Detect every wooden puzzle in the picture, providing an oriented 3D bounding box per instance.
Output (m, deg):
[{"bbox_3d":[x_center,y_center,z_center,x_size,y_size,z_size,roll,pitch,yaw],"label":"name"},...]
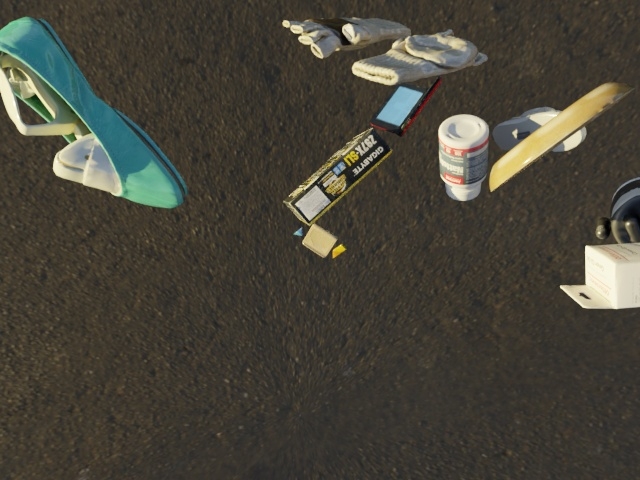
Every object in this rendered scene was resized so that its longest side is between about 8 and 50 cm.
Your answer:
[{"bbox_3d":[0.000,0.000,1.633,0.116,0.078,0.014,38,41,-4],"label":"wooden puzzle"}]

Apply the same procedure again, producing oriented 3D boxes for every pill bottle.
[{"bbox_3d":[0.320,-0.180,1.546,0.107,0.180,0.108,-6,46,6],"label":"pill bottle"}]

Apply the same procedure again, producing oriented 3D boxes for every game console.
[{"bbox_3d":[0.195,-0.319,1.582,0.085,0.124,0.144,35,74,2],"label":"game console"}]

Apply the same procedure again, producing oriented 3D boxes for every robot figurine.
[{"bbox_3d":[0.859,-0.063,1.825,0.209,0.278,0.174,19,117,13],"label":"robot figurine"}]

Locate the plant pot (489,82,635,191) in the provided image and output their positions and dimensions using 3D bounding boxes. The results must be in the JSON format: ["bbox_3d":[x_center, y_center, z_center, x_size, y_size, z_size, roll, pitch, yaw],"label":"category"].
[{"bbox_3d":[0.333,-0.151,0.984,0.236,0.236,0.032,-34,85,-10],"label":"plant pot"}]

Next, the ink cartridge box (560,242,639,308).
[{"bbox_3d":[0.456,0.046,0.985,0.198,0.115,0.067,-5,102,1],"label":"ink cartridge box"}]

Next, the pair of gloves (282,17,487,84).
[{"bbox_3d":[0.089,-0.269,0.932,0.204,0.042,0.240,-19,38,-34],"label":"pair of gloves"}]

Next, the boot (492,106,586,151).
[{"bbox_3d":[0.518,-0.266,1.565,0.123,0.258,0.095,-33,111,-22],"label":"boot"}]

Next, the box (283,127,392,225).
[{"bbox_3d":[0.032,-0.153,1.694,0.257,0.322,0.079,-44,97,-2],"label":"box"}]

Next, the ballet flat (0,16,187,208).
[{"bbox_3d":[-0.237,-0.107,0.667,0.087,0.083,0.247,-39,84,-30],"label":"ballet flat"}]
